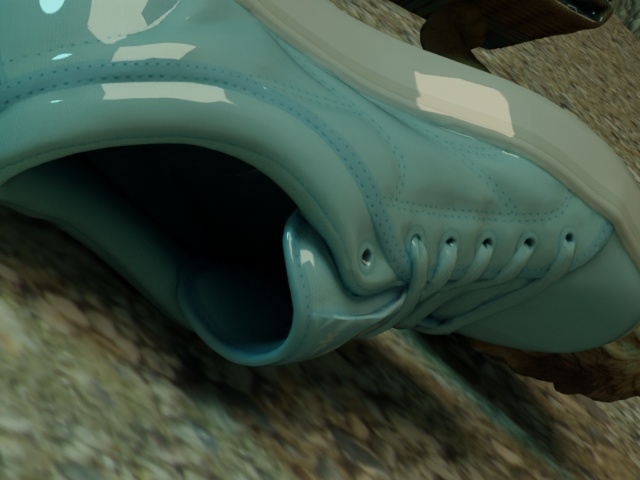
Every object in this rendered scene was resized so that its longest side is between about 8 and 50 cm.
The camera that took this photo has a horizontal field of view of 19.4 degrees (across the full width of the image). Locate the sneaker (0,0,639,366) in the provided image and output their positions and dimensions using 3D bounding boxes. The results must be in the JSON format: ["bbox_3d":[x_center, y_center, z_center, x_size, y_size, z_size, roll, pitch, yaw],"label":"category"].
[{"bbox_3d":[0.000,0.000,0.743,0.366,0.135,0.150,25,51,-33],"label":"sneaker"}]

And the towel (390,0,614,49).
[{"bbox_3d":[-0.027,-0.210,1.066,0.370,0.040,0.271,26,0,-9],"label":"towel"}]

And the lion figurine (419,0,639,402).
[{"bbox_3d":[0.016,-0.055,0.936,0.392,0.142,0.240,19,33,-26],"label":"lion figurine"}]
